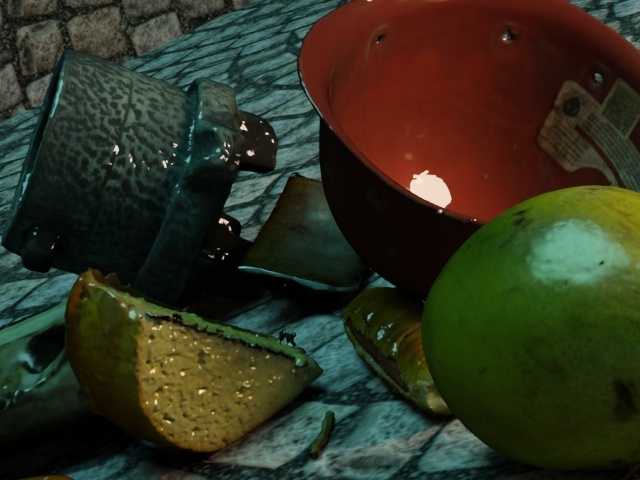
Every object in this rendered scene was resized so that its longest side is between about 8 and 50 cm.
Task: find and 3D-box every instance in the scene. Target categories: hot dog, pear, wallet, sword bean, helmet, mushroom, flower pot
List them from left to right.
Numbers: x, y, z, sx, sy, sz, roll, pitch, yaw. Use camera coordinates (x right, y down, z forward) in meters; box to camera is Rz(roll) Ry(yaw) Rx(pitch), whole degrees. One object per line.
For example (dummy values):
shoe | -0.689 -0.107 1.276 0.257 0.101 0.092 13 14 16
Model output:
mushroom | -0.312 0.154 1.700 0.344 0.130 0.247 -24 13 4
flower pot | -0.189 -0.063 1.969 0.283 0.299 0.299 19 10 -14
wallet | 0.000 0.000 1.918 0.137 0.031 0.255 17 26 6
sword bean | 0.002 0.166 1.509 0.012 0.012 0.083 -15 15 17
hot dog | 0.082 0.092 1.574 0.088 0.061 0.286 -12 15 -15
helmet | 0.137 -0.056 1.612 0.385 0.230 0.337 -9 51 -27
pear | 0.191 0.064 1.272 0.212 0.212 0.269 -30 12 -31

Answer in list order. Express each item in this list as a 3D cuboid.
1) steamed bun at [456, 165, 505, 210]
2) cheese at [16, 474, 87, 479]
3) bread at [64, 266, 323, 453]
steamed bun | 0.162 -0.045 1.838 0.183 0.106 0.183 -21 13 5
cheese | -0.299 0.243 1.570 0.256 0.037 0.106 -6 20 37
bread | -0.129 0.122 1.576 0.260 0.134 0.129 18 5 -42
